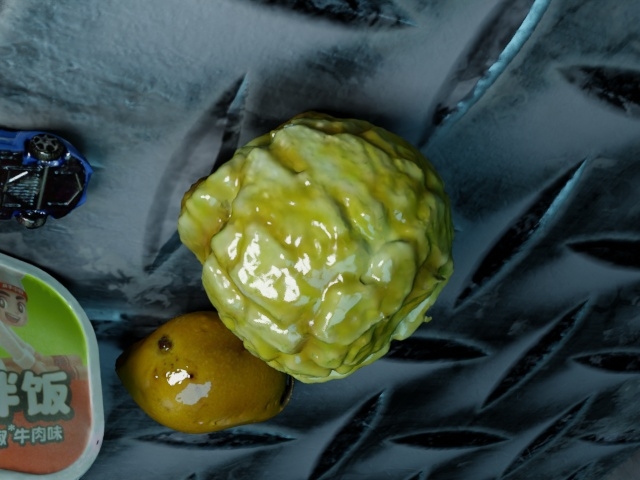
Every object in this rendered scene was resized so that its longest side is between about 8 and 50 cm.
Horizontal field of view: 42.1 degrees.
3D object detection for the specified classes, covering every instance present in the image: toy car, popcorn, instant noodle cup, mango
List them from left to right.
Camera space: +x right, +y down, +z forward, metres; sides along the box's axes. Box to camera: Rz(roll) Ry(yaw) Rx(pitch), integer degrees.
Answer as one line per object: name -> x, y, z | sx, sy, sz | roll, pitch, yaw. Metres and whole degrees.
instant noodle cup -> -0.426, 0.190, 0.857 | 0.307, 0.294, 0.293 | -35, 140, 24
toy car -> -0.319, -0.064, 0.762 | 0.216, 0.063, 0.103 | -2, 137, -33
mango -> -0.128, 0.172, 1.063 | 0.166, 0.136, 0.236 | -40, 143, 15
popcorn -> 0.009, 0.002, 0.860 | 0.282, 0.247, 0.282 | -24, 152, -14
